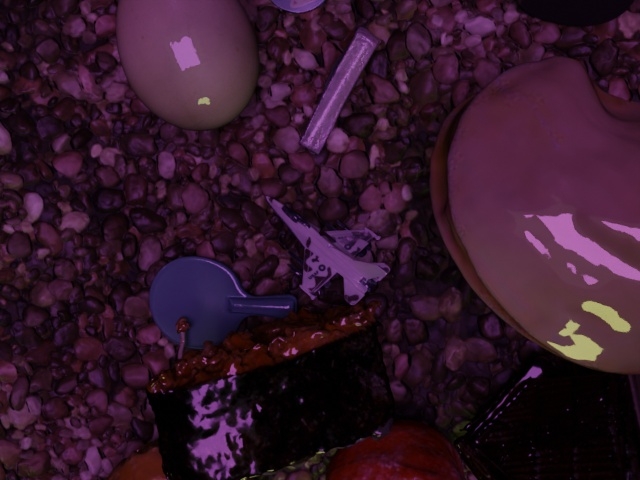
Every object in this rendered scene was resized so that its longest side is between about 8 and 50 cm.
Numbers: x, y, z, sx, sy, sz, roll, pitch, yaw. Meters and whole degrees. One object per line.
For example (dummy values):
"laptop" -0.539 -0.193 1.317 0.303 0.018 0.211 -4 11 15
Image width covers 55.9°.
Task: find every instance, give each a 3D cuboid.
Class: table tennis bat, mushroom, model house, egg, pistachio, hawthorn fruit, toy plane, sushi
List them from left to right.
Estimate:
"mushroom" -0.209 0.251 0.887 0.026 0.028 0.286 -11 66 19
"egg" -0.187 -0.277 0.843 0.189 0.188 0.253 -20 89 3
"table tennis bat" -0.154 0.099 0.953 0.237 0.038 0.149 1 94 6
"sushi" -0.071 0.213 0.857 0.349 0.234 0.207 -11 88 -30
"toy plane" 0.004 0.013 0.913 0.234 0.082 0.160 33 56 26
"hawthorn fruit" 0.082 0.388 0.876 0.272 0.242 0.241 -2 95 11
"table tennis bat" 0.316 -0.360 0.850 0.247 0.138 0.022 13 72 4
"model house" 0.385 0.355 0.895 0.283 0.297 0.317 -28 109 35
"pistachio" 0.352 -0.037 0.800 0.365 0.281 0.445 -38 85 -11

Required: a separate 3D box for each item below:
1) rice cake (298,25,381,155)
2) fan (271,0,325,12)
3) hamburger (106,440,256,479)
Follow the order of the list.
"rice cake" 0.028 -0.227 0.918 0.047 0.036 0.206 26 95 -13
"fan" -0.007 -0.420 0.916 0.175 0.005 0.113 -30 93 5
"hamburger" -0.218 0.463 0.924 0.319 0.158 0.318 0 94 6
